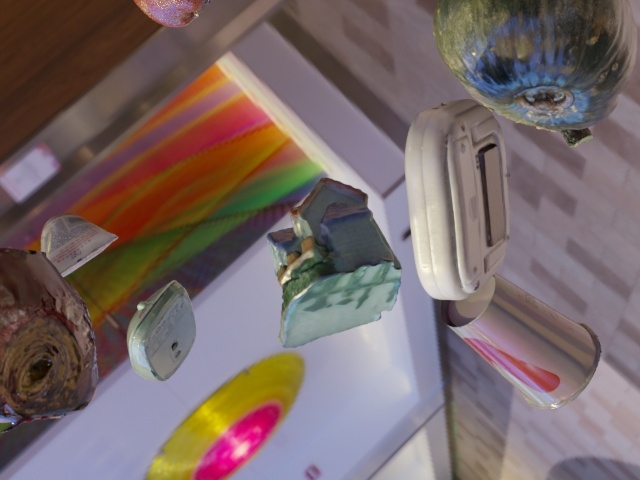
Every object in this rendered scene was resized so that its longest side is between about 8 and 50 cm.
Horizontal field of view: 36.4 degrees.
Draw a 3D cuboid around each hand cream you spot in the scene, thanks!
[{"bbox_3d":[-0.383,0.011,1.517,0.083,0.133,0.248,57,171,-19],"label":"hand cream"}]

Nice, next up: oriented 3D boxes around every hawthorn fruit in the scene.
[{"bbox_3d":[-0.313,-0.565,1.940,0.262,0.210,0.210,47,170,-17],"label":"hawthorn fruit"}]

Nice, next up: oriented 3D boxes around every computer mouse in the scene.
[{"bbox_3d":[-0.321,0.173,1.888,0.097,0.159,0.288,29,156,17],"label":"computer mouse"}]

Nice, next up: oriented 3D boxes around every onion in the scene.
[{"bbox_3d":[-0.369,0.113,1.166,0.216,0.206,0.207,-2,177,40],"label":"onion"}]

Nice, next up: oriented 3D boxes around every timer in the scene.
[{"bbox_3d":[0.194,-0.060,1.336,0.087,0.237,0.262,0,105,28],"label":"timer"}]

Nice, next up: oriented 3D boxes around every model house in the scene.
[{"bbox_3d":[0.000,0.000,2.020,0.295,0.251,0.329,95,161,-59],"label":"model house"}]

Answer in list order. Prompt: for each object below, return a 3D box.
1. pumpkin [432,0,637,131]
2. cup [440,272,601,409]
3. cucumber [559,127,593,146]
[{"bbox_3d":[0.331,-0.308,1.488,0.291,0.257,0.327,1,161,22],"label":"pumpkin"},{"bbox_3d":[0.377,0.178,1.892,0.288,0.203,0.203,36,176,-29],"label":"cup"},{"bbox_3d":[0.471,-0.279,1.946,0.215,0.052,0.058,63,-171,19],"label":"cucumber"}]
